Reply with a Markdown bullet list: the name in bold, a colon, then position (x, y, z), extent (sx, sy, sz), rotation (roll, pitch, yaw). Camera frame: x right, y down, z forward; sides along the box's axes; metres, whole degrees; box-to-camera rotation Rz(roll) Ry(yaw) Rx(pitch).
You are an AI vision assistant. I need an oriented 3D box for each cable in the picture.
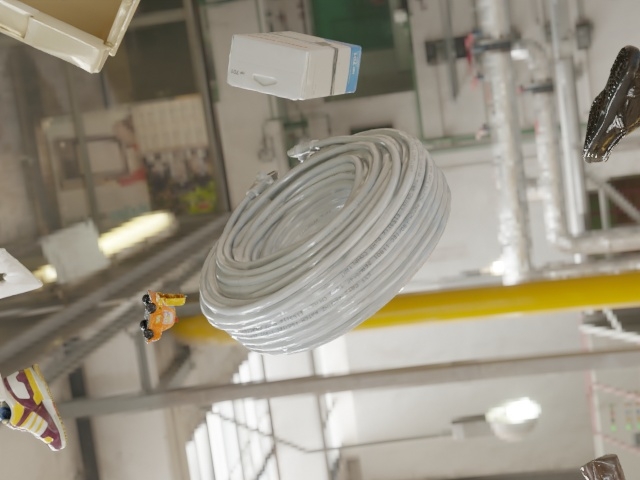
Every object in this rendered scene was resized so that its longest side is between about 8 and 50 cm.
- **cable**: position (0.000, 0.000, 1.104), extent (0.257, 0.089, 0.257), rotation (-10, -144, 49)

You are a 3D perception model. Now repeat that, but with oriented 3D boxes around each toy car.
- **toy car**: position (-0.170, 0.085, 1.306), extent (0.040, 0.060, 0.122), rotation (2, 178, -19)

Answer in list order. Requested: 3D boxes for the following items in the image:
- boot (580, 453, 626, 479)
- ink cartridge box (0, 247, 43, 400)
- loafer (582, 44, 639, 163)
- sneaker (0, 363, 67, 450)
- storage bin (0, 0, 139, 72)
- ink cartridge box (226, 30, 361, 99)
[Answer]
- **boot**: position (0.363, 0.337, 1.559), extent (0.106, 0.114, 0.037), rotation (-26, -168, 26)
- **ink cartridge box**: position (-0.455, 0.130, 1.204), extent (0.353, 0.119, 0.207), rotation (-18, 167, -4)
- **loafer**: position (0.400, -0.164, 1.552), extent (0.078, 0.080, 0.220), rotation (14, 154, 3)
- **sneaker**: position (-0.449, 0.266, 1.826), extent (0.083, 0.186, 0.069), rotation (-22, -136, -14)
- **storage bin**: position (-0.277, -0.337, 1.158), extent (0.262, 0.260, 0.123), rotation (24, 152, -11)
- **ink cartridge box**: position (-0.039, -0.277, 1.867), extent (0.139, 0.082, 0.190), rotation (16, -164, 23)
